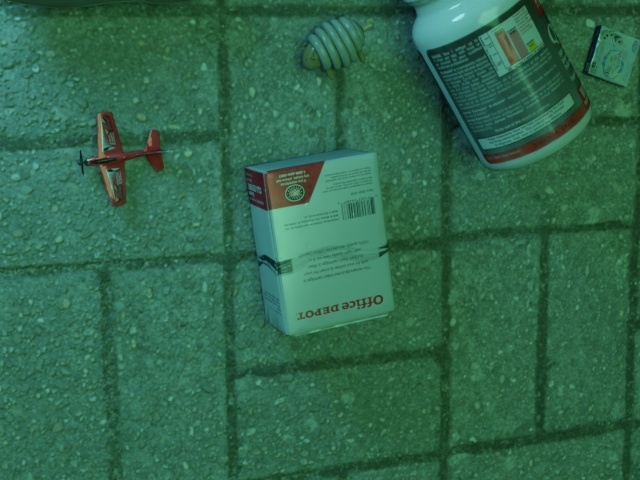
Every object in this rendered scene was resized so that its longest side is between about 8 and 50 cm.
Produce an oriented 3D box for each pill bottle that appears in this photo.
[{"bbox_3d":[0.279,-0.314,1.732,0.210,0.210,0.363,-36,110,-11],"label":"pill bottle"}]

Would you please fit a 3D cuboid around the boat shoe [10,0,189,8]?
[{"bbox_3d":[-0.327,-0.404,1.556,0.335,0.112,0.095,-6,83,-25],"label":"boat shoe"}]

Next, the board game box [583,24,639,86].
[{"bbox_3d":[0.531,-0.335,1.924,0.090,0.020,0.090,15,93,-21],"label":"board game box"}]

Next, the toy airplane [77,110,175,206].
[{"bbox_3d":[-0.303,-0.133,1.644,0.151,0.028,0.151,-4,102,-20],"label":"toy airplane"}]

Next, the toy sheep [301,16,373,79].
[{"bbox_3d":[0.028,-0.317,1.707,0.132,0.091,0.091,-33,109,-7],"label":"toy sheep"}]

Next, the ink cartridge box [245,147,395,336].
[{"bbox_3d":[0.000,0.000,1.733,0.197,0.114,0.272,-11,102,-19],"label":"ink cartridge box"}]
